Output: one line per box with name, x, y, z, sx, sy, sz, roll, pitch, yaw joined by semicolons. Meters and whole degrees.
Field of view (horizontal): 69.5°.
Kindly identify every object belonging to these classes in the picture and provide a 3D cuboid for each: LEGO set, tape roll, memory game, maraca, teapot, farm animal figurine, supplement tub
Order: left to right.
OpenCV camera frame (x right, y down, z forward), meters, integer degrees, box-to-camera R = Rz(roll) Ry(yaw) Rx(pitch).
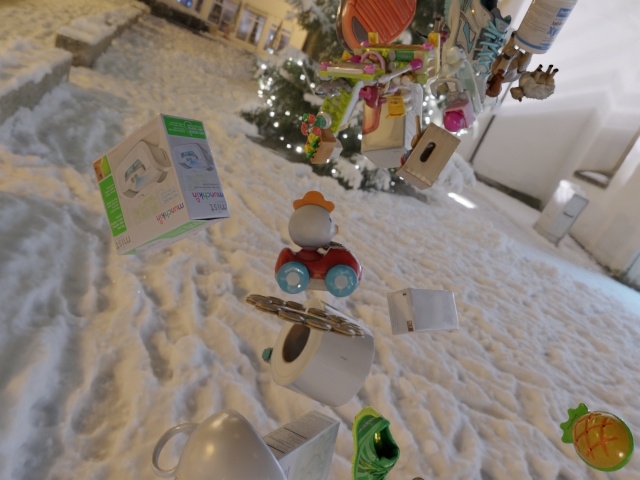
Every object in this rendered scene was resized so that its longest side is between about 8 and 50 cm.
teapot;-0.184;0.448;0.839;0.187;0.256;0.252;-30;86;-28
memory game;-0.022;0.109;0.680;0.186;0.012;0.186;17;-2;1
tape roll;0.002;0.297;1.232;0.169;0.246;0.246;31;15;-22
LEGO set;0.035;-0.160;0.545;0.107;0.132;0.287;-35;19;-35
farm animal figurine;0.474;-0.509;1.357;0.327;0.172;0.330;-9;59;-12
supplement tub;0.401;-0.397;0.821;0.071;0.107;0.071;6;51;-7
maraca;0.622;0.443;1.045;0.099;0.127;0.186;33;-3;-13

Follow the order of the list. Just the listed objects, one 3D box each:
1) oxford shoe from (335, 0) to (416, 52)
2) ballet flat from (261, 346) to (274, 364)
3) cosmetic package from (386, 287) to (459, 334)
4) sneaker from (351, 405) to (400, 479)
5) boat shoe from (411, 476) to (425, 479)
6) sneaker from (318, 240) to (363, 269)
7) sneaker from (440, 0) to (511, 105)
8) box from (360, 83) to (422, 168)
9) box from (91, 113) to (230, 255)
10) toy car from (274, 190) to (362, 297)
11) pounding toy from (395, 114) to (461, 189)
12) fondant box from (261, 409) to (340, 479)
oxford shoe;0.087;-0.443;0.800;0.133;0.363;0.130;-5;-37;42
ballet flat;-0.160;0.424;1.681;0.067;0.073;0.206;22;-12;-15
cosmetic package;0.286;0.196;1.271;0.231;0.086;0.117;10;67;-43
sneaker;0.158;0.626;1.310;0.110;0.295;0.124;-15;14;-38
boat shoe;0.256;0.644;1.065;0.060;0.064;0.178;1;43;-48
sneaker;0.038;0.078;1.548;0.107;0.109;0.275;3;28;-28
sneaker;0.324;-0.414;0.951;0.110;0.282;0.122;5;-8;-41
box;0.200;-0.334;1.278;0.127;0.232;0.149;-1;-12;29
box;-0.356;-0.113;1.025;0.127;0.262;0.231;-9;81;-57
toy car;0.000;0.000;1.105;0.211;0.237;0.219;4;2;2
pounding toy;0.219;-0.194;0.978;0.100;0.141;0.130;32;3;0
fondant box;-0.085;0.588;1.140;0.096;0.238;0.330;14;4;30
